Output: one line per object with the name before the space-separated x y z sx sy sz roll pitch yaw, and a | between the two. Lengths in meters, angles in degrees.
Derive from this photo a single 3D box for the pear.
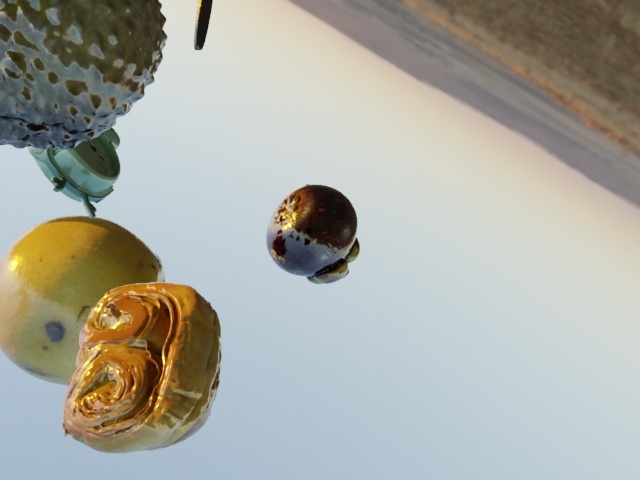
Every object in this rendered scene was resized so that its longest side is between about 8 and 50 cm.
pear | -0.462 0.117 1.895 0.348 0.348 0.348 30 -167 -7

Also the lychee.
lychee | -0.281 -0.219 0.967 0.255 0.274 0.255 -3 -146 2

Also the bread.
bread | -0.223 0.164 1.247 0.198 0.236 0.120 -5 145 19

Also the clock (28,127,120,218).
clock | -0.366 -0.127 1.468 0.159 0.066 0.211 41 -157 -44

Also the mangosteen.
mangosteen | 0.000 0.000 1.920 0.217 0.192 0.192 47 -177 -31

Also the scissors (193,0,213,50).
scissors | -0.206 -0.452 1.778 0.088 0.220 0.017 13 172 -43
